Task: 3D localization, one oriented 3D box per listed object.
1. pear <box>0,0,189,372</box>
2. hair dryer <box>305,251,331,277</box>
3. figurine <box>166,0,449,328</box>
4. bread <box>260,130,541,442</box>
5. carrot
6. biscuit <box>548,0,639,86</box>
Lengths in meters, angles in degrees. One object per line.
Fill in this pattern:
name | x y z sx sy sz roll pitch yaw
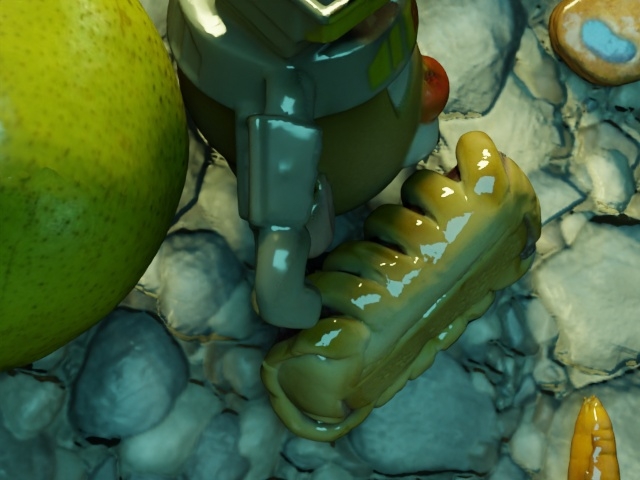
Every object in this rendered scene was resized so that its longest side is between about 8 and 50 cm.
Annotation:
pear | -0.217 -0.052 0.892 0.294 0.294 0.294 1 87 -13
hair dryer | 0.000 0.000 1.063 0.083 0.031 0.079 -13 81 -27
figurine | -0.006 -0.123 0.942 0.167 0.285 0.342 22 56 14
bread | 0.051 0.028 1.021 0.225 0.134 0.081 -41 63 -12
carrot | 0.197 0.245 1.076 0.066 0.062 0.271 -17 87 20
biscuit | 0.280 -0.246 1.127 0.205 0.049 0.324 22 81 -10
